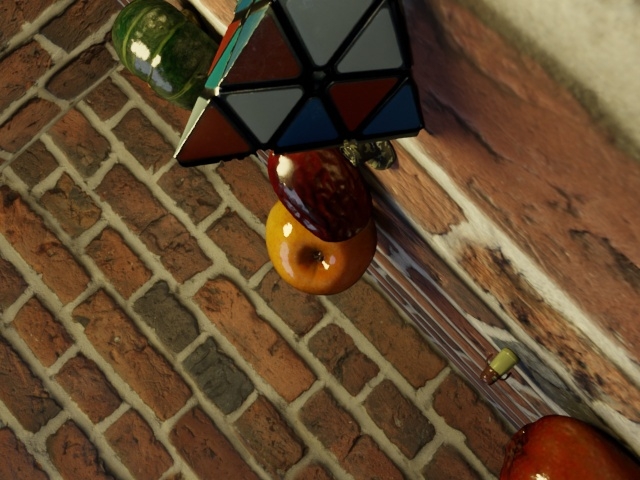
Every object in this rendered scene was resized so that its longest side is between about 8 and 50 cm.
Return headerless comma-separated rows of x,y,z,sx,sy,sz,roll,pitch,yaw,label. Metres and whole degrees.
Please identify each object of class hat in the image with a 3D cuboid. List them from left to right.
0.061,-0.146,0.705,0.121,0.050,0.121,48,175,6,hat

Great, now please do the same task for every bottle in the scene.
0.428,0.307,1.094,0.063,0.101,0.047,46,178,36,bottle

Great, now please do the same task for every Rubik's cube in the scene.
0.019,-0.192,0.497,0.234,0.284,0.250,25,-145,-28,Rubik's cube

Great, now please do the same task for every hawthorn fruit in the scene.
0.527,0.517,0.937,0.295,0.295,0.311,48,176,-32,hawthorn fruit

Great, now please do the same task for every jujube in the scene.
-0.006,-0.110,0.917,0.243,0.183,0.183,59,174,-19,jujube

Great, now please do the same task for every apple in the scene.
0.000,0.000,1.158,0.299,0.299,0.275,47,-164,-8,apple

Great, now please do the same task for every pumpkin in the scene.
-0.351,-0.453,1.105,0.300,0.207,0.300,35,-174,-5,pumpkin
